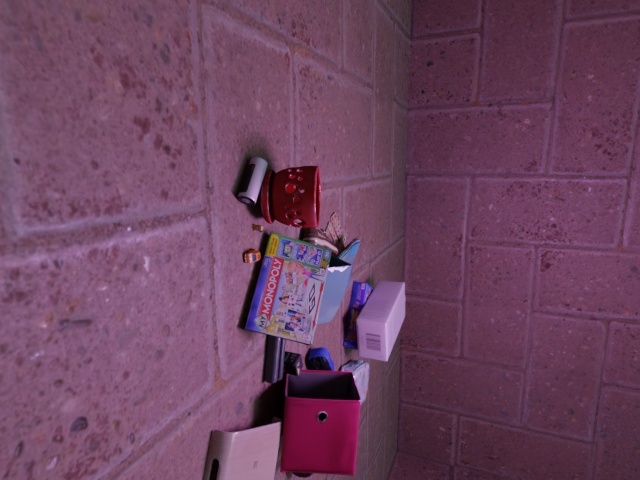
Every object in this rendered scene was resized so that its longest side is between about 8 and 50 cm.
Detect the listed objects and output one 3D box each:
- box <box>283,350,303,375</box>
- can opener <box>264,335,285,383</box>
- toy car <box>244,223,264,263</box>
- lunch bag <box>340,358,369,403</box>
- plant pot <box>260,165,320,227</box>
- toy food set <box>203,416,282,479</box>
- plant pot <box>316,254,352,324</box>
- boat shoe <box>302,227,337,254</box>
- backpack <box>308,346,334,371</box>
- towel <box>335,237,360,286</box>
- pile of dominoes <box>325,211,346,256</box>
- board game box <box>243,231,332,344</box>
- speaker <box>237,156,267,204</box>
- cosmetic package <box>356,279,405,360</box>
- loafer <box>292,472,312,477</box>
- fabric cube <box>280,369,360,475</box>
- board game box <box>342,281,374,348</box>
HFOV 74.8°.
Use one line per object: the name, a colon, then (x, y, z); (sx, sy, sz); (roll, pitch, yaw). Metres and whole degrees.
box: (-0.112, 0.438, 1.497); (0.052, 0.083, 0.062); (-52, 141, -53)
can opener: (-0.128, 0.344, 1.428); (0.076, 0.095, 0.284); (9, 85, -67)
toy car: (-0.199, 0.010, 1.266); (0.060, 0.040, 0.122); (4, 91, -67)
lunch bag: (0.176, 0.754, 2.219); (0.279, 0.107, 0.224); (12, 80, -68)
plant pot: (-0.089, -0.136, 1.290); (0.191, 0.174, 0.191); (3, 90, -87)
toy food set: (-0.233, 0.668, 1.268); (0.306, 0.092, 0.220); (25, 71, -57)
plant pot: (-0.013, 0.180, 1.538); (0.165, 0.165, 0.234); (-4, 109, -38)
boat shoe: (0.008, -0.001, 1.701); (0.257, 0.095, 0.095); (35, 52, -66)
backpack: (-0.002, 0.505, 1.768); (0.101, 0.098, 0.120); (-90, 161, -56)
towel: (0.081, 0.166, 1.884); (0.370, 0.040, 0.272); (-39, 144, -60)
pile of dominoes: (0.081, 0.001, 1.942); (0.251, 0.040, 0.196); (65, 37, -51)
board game box: (-0.098, 0.152, 1.333); (0.046, 0.213, 0.317); (137, -33, -67)
speaker: (-0.197, -0.174, 1.219); (0.055, 0.055, 0.136); (52, 47, -58)
cosmetic package: (0.338, 0.417, 2.269); (0.453, 0.161, 0.230); (-43, 132, -58)
loafer: (-0.053, 0.744, 1.679); (0.130, 0.133, 0.366); (-104, -152, -88)
fabric cube: (-0.006, 0.628, 1.476); (0.259, 0.254, 0.258); (-125, -141, -86)
board game box: (0.221, 0.423, 2.306); (0.233, 0.078, 0.347); (43, 55, -62)
